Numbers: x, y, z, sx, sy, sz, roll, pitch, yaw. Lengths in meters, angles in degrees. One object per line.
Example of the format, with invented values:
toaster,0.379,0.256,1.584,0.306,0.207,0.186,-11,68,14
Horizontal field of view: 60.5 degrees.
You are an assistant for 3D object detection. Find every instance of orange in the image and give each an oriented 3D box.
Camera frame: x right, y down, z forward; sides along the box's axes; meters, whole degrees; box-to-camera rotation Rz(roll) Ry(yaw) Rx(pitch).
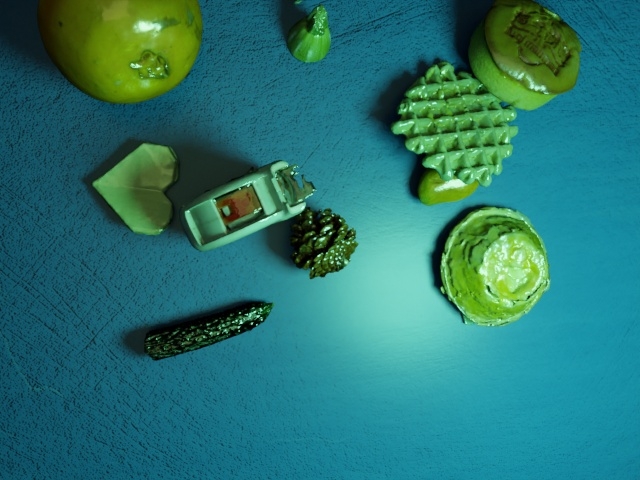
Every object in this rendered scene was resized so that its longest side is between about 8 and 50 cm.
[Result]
orange,-0.386,-0.423,1.074,0.312,0.312,0.312,0,92,-11

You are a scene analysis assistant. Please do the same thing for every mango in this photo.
mango,0.309,-0.149,1.325,0.165,0.089,0.115,-9,103,-7

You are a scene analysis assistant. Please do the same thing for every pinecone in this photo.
pinecone,0.000,0.000,1.242,0.174,0.173,0.173,0,92,-11

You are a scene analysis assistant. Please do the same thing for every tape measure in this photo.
tape measure,-0.162,-0.077,1.149,0.265,0.258,0.130,-24,98,-9

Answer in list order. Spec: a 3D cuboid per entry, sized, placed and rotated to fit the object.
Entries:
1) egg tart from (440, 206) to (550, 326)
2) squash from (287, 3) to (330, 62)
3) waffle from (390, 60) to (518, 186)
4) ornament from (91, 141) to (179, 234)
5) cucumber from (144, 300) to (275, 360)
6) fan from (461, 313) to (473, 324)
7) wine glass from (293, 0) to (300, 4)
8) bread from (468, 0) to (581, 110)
egg tart,0.447,0.066,1.338,0.315,0.120,0.315,-1,92,-16
squash,-0.015,-0.467,1.226,0.105,0.132,0.105,0,90,-11
waffle,0.326,-0.276,1.288,0.292,0.056,0.309,35,63,-1
ornament,-0.409,-0.117,1.208,0.180,0.059,0.201,7,88,-10
cucumber,-0.244,0.197,1.239,0.300,0.072,0.072,-16,95,-9
fan,0.347,0.121,1.376,0.038,0.016,0.193,-24,97,-15
wine glass,-0.066,-0.590,1.263,0.039,0.042,0.083,-37,97,-45
bread,0.480,-0.439,1.287,0.270,0.148,0.269,6,70,-16
